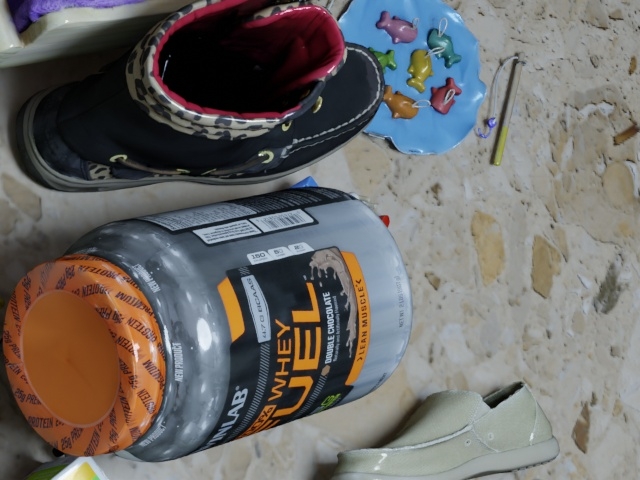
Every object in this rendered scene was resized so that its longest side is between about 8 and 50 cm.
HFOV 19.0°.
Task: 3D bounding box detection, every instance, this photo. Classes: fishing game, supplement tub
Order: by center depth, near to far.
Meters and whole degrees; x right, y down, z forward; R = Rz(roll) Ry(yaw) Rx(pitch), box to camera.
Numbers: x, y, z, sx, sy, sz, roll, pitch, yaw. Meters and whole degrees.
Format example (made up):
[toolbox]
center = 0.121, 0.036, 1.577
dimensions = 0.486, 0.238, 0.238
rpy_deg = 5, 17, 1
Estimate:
[supplement tub]
center = -0.094, 0.072, 1.653
dimensions = 0.338, 0.207, 0.207
rpy_deg = -13, 85, -48
[fishing game]
center = 0.096, -0.179, 1.958
dimensions = 0.264, 0.041, 0.189
rpy_deg = 28, 65, -20

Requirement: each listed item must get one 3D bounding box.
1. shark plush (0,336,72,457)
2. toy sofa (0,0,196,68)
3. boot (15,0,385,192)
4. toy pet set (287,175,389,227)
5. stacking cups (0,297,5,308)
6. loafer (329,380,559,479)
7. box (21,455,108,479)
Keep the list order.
[shark plush]
center = -0.237, 0.135, 1.684
dimensions = 0.073, 0.067, 0.161
rpy_deg = 3, 77, -29
[toy sofa]
center = -0.174, -0.252, 1.708
dimensions = 0.362, 0.177, 0.150
rpy_deg = -16, 85, -42
[boot]
center = -0.058, -0.140, 1.717
dimensions = 0.377, 0.284, 0.138
rpy_deg = -8, 83, -28
[toy pet set]
center = 0.000, 0.000, 1.865
dimensions = 0.114, 0.065, 0.122
rpy_deg = 51, 57, -51
[stacking cups]
center = -0.354, -0.085, 1.653
dimensions = 0.096, 0.096, 0.316
rpy_deg = -11, 84, -30
[loafer]
center = 0.115, 0.194, 1.853
dimensions = 0.268, 0.102, 0.092
rpy_deg = -6, 80, -39
[box]
center = -0.261, 0.283, 1.610
dimensions = 0.203, 0.114, 0.103
rpy_deg = -38, 98, -29
